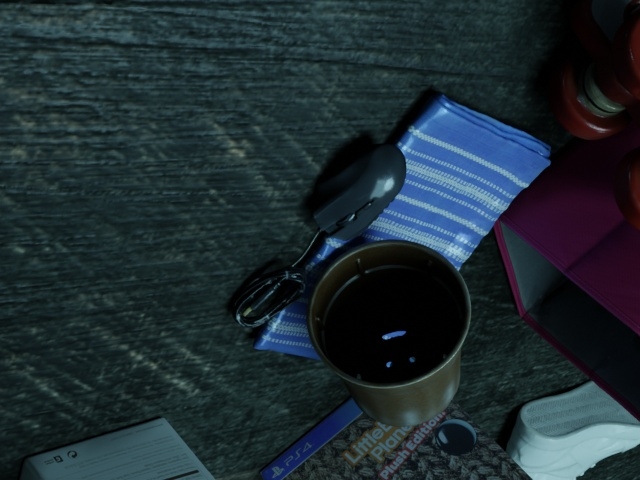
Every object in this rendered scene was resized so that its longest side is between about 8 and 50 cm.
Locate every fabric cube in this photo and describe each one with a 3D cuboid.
[{"bbox_3d":[0.394,0.024,1.867,0.258,0.259,0.254,-39,145,-11],"label":"fabric cube"}]

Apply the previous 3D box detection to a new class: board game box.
[{"bbox_3d":[0.117,0.321,1.855,0.232,0.291,0.141,-39,145,-11],"label":"board game box"}]

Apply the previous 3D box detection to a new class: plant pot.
[{"bbox_3d":[0.081,0.109,1.670,0.167,0.167,0.165,-38,153,-10],"label":"plant pot"}]

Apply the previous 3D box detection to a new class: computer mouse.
[{"bbox_3d":[0.000,0.000,1.594,0.071,0.041,0.242,32,103,-35],"label":"computer mouse"}]

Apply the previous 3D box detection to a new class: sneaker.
[{"bbox_3d":[0.371,0.297,2.291,0.292,0.108,0.169,-4,132,-33],"label":"sneaker"}]

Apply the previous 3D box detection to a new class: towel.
[{"bbox_3d":[0.095,0.004,1.721,0.243,0.040,0.336,17,113,-53],"label":"towel"}]

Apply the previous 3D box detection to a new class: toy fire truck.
[{"bbox_3d":[0.408,-0.165,1.685,0.254,0.302,0.169,-35,-179,-25],"label":"toy fire truck"}]

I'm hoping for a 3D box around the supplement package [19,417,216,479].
[{"bbox_3d":[-0.165,0.351,1.579,0.175,0.293,0.177,-12,135,-40],"label":"supplement package"}]
